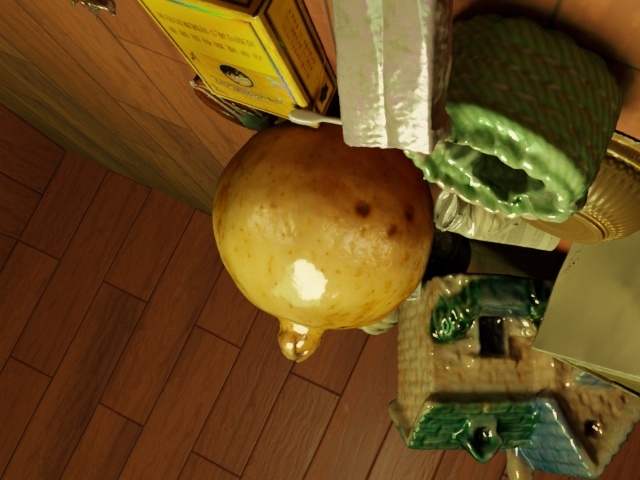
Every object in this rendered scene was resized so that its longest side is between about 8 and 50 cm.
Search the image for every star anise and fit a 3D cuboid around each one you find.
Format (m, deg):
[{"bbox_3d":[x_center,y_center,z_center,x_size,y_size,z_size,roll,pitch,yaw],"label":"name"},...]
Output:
[{"bbox_3d":[-0.386,-0.398,1.108,0.141,0.042,0.141,21,172,3],"label":"star anise"}]

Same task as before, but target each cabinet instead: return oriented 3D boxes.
[{"bbox_3d":[0.556,0.136,1.045,0.318,0.227,0.290,27,171,-24],"label":"cabinet"}]

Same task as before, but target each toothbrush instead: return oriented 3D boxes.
[{"bbox_3d":[0.092,-0.156,0.987,0.275,0.019,0.025,7,171,-5],"label":"toothbrush"}]

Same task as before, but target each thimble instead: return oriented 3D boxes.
[{"bbox_3d":[0.197,-0.121,0.743,0.219,0.150,0.219,26,171,4],"label":"thimble"}]

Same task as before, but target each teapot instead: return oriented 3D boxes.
[{"bbox_3d":[0.277,-0.049,1.072,0.200,0.107,0.077,7,-157,-24],"label":"teapot"}]

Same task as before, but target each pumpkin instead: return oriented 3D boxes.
[{"bbox_3d":[0.212,0.021,1.542,0.238,0.159,0.238,25,176,2],"label":"pumpkin"}]

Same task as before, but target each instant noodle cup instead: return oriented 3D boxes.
[{"bbox_3d":[0.330,-0.062,0.931,0.274,0.091,0.274,25,171,4],"label":"instant noodle cup"}]

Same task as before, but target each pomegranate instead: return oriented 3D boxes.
[{"bbox_3d":[0.000,0.000,1.171,0.410,0.410,0.410,25,172,4],"label":"pomegranate"}]

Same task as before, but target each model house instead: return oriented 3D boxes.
[{"bbox_3d":[0.390,0.292,1.413,0.445,0.400,0.395,7,169,-13],"label":"model house"}]

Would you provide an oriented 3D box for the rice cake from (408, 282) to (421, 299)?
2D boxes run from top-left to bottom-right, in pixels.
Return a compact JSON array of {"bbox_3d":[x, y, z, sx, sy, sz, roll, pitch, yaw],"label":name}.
[{"bbox_3d":[0.172,0.006,1.393,0.040,0.226,0.085,1,173,-9],"label":"rice cake"}]

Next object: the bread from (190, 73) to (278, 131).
[{"bbox_3d":[-0.135,-0.251,1.183,0.160,0.073,0.160,24,168,5],"label":"bread"}]

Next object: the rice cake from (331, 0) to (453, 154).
[{"bbox_3d":[0.058,-0.201,0.579,0.106,0.050,0.298,21,139,30],"label":"rice cake"}]

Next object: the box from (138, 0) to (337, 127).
[{"bbox_3d":[-0.105,-0.269,0.935,0.193,0.084,0.301,22,171,18],"label":"box"}]

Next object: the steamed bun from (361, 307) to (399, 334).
[{"bbox_3d":[0.174,0.103,1.759,0.207,0.280,0.268,14,171,14],"label":"steamed bun"}]
